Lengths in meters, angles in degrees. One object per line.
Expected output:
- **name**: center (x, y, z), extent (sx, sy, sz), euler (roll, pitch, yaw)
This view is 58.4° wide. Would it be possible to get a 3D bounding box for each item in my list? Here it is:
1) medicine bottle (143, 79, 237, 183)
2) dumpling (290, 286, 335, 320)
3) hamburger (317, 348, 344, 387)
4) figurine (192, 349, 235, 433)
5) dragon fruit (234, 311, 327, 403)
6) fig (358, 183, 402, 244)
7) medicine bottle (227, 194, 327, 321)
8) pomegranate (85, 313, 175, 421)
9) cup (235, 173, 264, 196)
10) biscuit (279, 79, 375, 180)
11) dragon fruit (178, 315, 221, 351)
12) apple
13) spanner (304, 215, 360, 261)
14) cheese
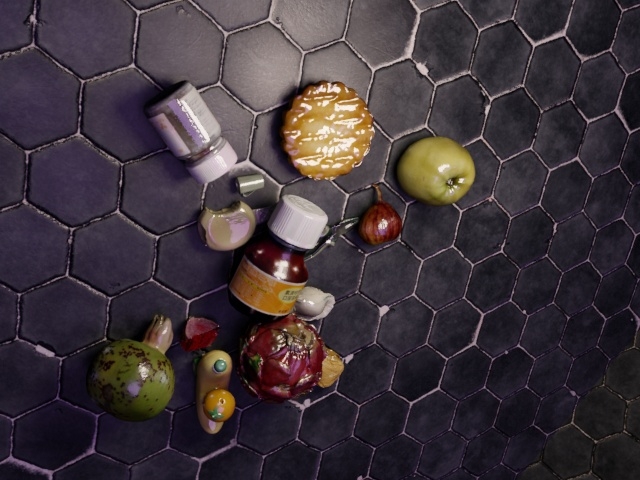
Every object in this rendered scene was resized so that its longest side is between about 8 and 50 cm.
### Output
- **medicine bottle**: center (-0.379, -0.316, 1.688), extent (0.165, 0.165, 0.273), euler (-35, 119, -8)
- **dumpling**: center (-0.043, 0.234, 2.072), extent (0.188, 0.108, 0.127), euler (5, 130, -24)
- **hamburger**: center (0.012, 0.485, 2.194), extent (0.138, 0.083, 0.147), euler (34, 95, -33)
- **figurine**: center (-0.359, 0.528, 1.970), extent (0.124, 0.222, 0.324), euler (-2, 109, -25)
- **dragon fruit**: center (-0.142, 0.408, 1.981), extent (0.329, 0.329, 0.329), euler (-8, 111, -21)
- **fig**: center (0.223, -0.071, 2.043), extent (0.149, 0.148, 0.202), euler (27, 95, -30)
- **medicine bottle**: center (-0.138, 0.052, 1.856), extent (0.242, 0.242, 0.395), euler (14, 113, -27)
- **pomegranate**: center (-0.579, 0.397, 1.834), extent (0.285, 0.285, 0.341), euler (44, 58, -29)
- **cup**: center (-0.229, -0.177, 1.865), extent (0.083, 0.054, 0.075), euler (-14, 113, -21)
- **biscuit**: center (0.017, -0.359, 1.877), extent (0.325, 0.107, 0.326), euler (-6, 110, -17)
- **dragon fruit**: center (-0.426, 0.313, 1.947), extent (0.147, 0.096, 0.102), euler (-3, 125, -55)
- **apple**: center (0.405, -0.238, 2.018), extent (0.262, 0.262, 0.262), euler (-8, 111, -21)
- **spanner**: center (0.000, 0.000, 2.035), extent (0.325, 0.040, 0.096), euler (-30, 117, -9)
- **cheese**: center (-0.257, -0.066, 1.882), extent (0.286, 0.082, 0.163), euler (-22, 117, -18)
